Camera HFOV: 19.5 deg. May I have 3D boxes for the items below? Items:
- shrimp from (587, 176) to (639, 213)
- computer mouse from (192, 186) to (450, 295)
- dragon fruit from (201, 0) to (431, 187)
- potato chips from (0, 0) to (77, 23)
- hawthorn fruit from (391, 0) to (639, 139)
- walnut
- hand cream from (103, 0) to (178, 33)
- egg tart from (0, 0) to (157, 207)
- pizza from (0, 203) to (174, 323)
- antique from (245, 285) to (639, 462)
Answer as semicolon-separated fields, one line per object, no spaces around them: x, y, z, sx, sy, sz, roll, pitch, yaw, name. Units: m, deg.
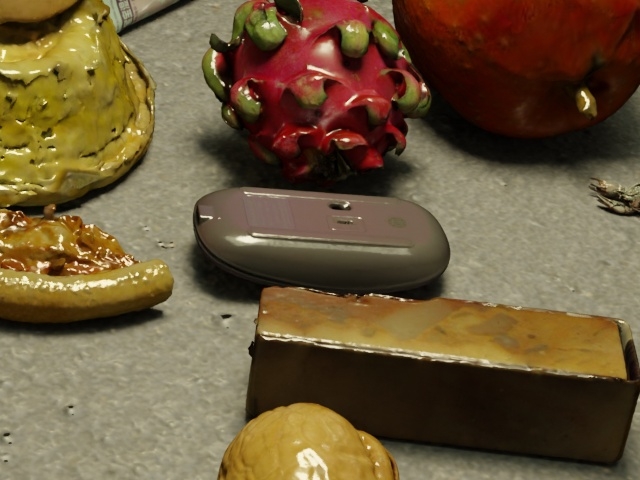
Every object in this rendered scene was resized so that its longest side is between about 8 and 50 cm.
0.308;-0.041;1.828;0.092;0.029;0.038;7;41;7;shrimp
0.000;0.001;1.660;0.232;0.057;0.120;3;33;-14;computer mouse
-0.003;-0.154;1.799;0.218;0.198;0.273;-1;8;4;dragon fruit
-0.301;-0.279;1.713;0.208;0.062;0.195;-10;51;-34;potato chips
0.213;-0.230;1.889;0.275;0.275;0.300;-6;50;-22;hawthorn fruit
-0.008;0.190;1.291;0.144;0.144;0.180;9;29;0;walnut
-0.178;-0.289;2.053;0.058;0.085;0.331;6;24;36;hand cream
-0.313;-0.177;1.744;0.345;0.132;0.345;12;42;-11;egg tart
-0.258;0.016;1.577;0.271;0.056;0.134;14;42;6;pizza
0.095;0.103;1.498;0.310;0.087;0.093;6;31;-3;antique
